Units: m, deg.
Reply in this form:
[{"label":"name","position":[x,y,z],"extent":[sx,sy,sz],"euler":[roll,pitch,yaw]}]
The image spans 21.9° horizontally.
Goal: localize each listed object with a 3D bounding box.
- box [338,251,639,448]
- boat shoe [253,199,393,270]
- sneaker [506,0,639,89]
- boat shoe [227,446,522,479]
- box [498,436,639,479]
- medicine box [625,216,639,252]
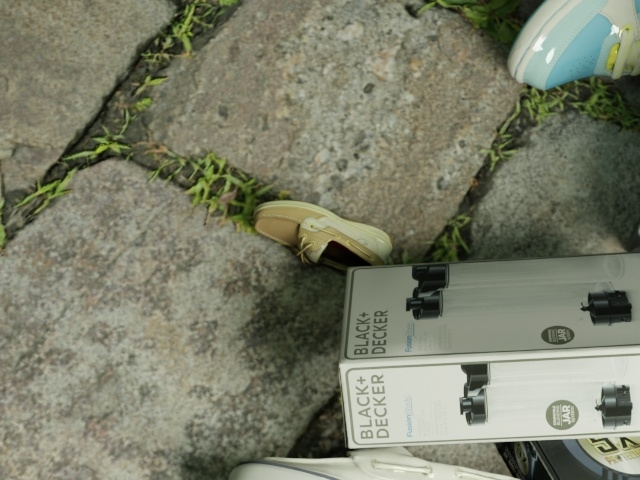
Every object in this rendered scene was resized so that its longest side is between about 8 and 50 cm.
[{"label":"box","position":[0.163,0.091,1.412],"extent":[0.289,0.087,0.169],"euler":[-3,29,7]},{"label":"boat shoe","position":[0.000,0.000,1.543],"extent":[0.135,0.050,0.045],"euler":[14,53,1]},{"label":"sneaker","position":[0.359,-0.197,1.668],"extent":[0.319,0.127,0.208],"euler":[-30,66,-22]},{"label":"boat shoe","position":[0.054,0.213,1.396],"extent":[0.267,0.096,0.088],"euler":[10,54,-3]},{"label":"box","position":[0.273,0.195,1.443],"extent":[0.180,0.077,0.147],"euler":[-19,62,-18]},{"label":"medicine box","position":[0.464,-0.068,1.526],"extent":[0.263,0.149,0.289],"euler":[25,87,8]}]
